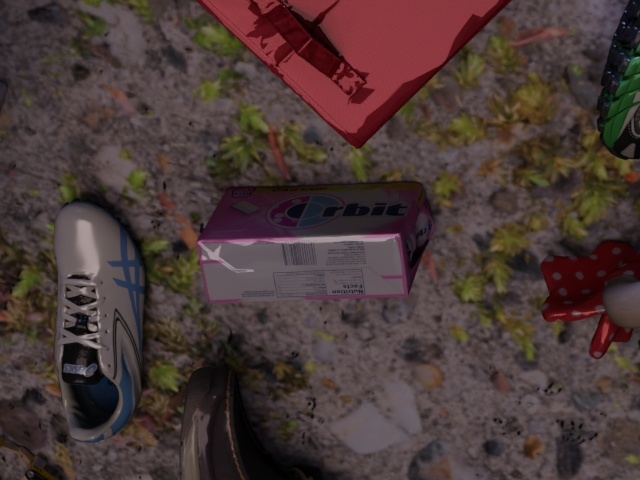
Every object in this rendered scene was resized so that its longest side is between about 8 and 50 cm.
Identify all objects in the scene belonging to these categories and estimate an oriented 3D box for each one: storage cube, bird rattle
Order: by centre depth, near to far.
[{"bbox_3d":[0.041,-0.220,1.493,0.183,0.215,0.193,43,112,-9],"label":"storage cube"},{"bbox_3d":[0.294,0.014,1.567,0.253,0.207,0.143,-18,93,11],"label":"bird rattle"}]

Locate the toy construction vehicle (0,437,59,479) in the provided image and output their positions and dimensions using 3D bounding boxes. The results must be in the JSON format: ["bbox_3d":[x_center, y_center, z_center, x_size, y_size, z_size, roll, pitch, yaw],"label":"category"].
[{"bbox_3d":[-0.294,0.245,1.914,0.098,0.035,0.086,34,130,-2],"label":"toy construction vehicle"}]

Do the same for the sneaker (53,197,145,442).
[{"bbox_3d":[-0.206,0.077,1.774,0.085,0.086,0.237,3,116,13],"label":"sneaker"}]

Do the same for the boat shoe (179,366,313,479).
[{"bbox_3d":[-0.045,0.261,1.820,0.130,0.132,0.355,-8,123,7],"label":"boat shoe"}]

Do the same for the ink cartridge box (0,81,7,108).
[{"bbox_3d":[-0.436,0.046,1.699,0.160,0.279,0.385,22,119,0],"label":"ink cartridge box"}]

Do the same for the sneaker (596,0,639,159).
[{"bbox_3d":[0.333,-0.186,1.483,0.146,0.134,0.343,35,119,-6],"label":"sneaker"}]

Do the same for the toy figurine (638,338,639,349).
[{"bbox_3d":[0.384,0.108,1.654,0.159,0.130,0.173,-39,78,13],"label":"toy figurine"}]

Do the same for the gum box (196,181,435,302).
[{"bbox_3d":[0.000,0.000,1.671,0.188,0.107,0.062,-2,116,14],"label":"gum box"}]
